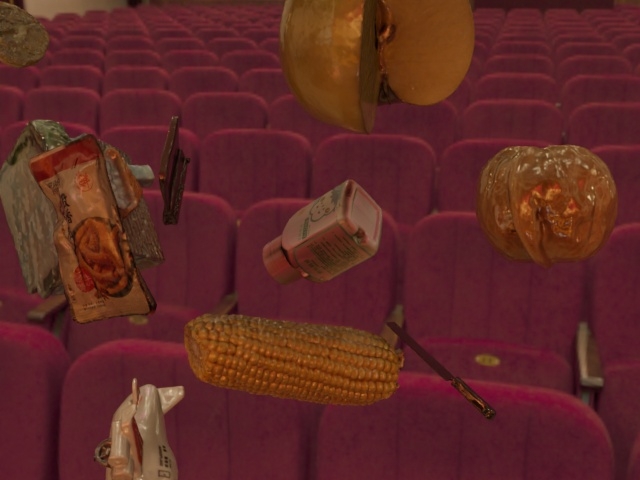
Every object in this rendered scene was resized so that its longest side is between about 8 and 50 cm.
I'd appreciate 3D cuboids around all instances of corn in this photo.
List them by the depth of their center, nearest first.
[{"bbox_3d":[-0.042,0.206,1.232,0.388,0.143,0.144,8,15,-20],"label":"corn"}]

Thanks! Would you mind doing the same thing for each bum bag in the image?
[{"bbox_3d":[-0.206,-0.096,1.018,0.026,0.109,0.159,9,-21,-6],"label":"bum bag"}]

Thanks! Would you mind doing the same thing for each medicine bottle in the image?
[{"bbox_3d":[0.000,0.000,1.154,0.188,0.094,0.119,-30,29,31],"label":"medicine bottle"}]

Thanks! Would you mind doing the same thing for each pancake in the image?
[{"bbox_3d":[-0.412,-0.277,0.967,0.017,0.108,0.108,-30,-3,37],"label":"pancake"}]

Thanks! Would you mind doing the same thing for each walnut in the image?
[{"bbox_3d":[0.478,-0.075,1.544,0.297,0.285,0.285,-4,13,30],"label":"walnut"}]

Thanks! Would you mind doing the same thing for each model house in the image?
[{"bbox_3d":[-0.500,-0.066,1.659,0.339,0.360,0.297,-6,-25,-45],"label":"model house"}]

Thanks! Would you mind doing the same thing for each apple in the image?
[{"bbox_3d":[0.065,-0.315,1.102,0.295,0.257,0.233,-32,31,-32],"label":"apple"}]

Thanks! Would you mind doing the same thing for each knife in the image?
[{"bbox_3d":[0.208,0.227,1.269,0.245,0.019,0.072,42,11,19],"label":"knife"}]

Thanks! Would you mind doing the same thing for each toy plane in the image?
[{"bbox_3d":[-0.280,0.338,1.138,0.118,0.252,0.252,-5,18,-1],"label":"toy plane"}]

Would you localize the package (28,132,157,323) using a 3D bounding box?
[{"bbox_3d":[-0.301,-0.009,0.941,0.154,0.239,0.030,-11,6,33],"label":"package"}]
